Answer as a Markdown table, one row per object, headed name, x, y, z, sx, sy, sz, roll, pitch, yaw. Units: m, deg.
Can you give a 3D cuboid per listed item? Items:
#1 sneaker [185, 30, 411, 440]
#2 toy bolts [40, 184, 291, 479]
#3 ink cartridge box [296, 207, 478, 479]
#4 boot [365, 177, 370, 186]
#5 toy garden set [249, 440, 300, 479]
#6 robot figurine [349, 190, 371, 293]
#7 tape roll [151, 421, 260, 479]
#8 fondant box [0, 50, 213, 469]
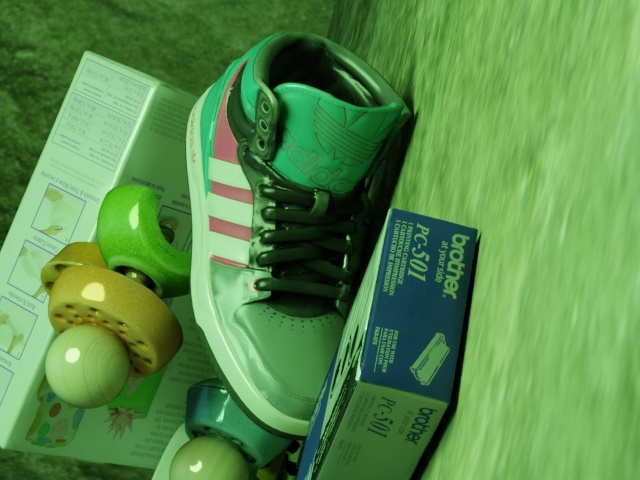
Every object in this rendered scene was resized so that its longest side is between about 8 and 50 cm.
| name | x | y | z | sx | sy | sz | roll | pitch | yaw |
| --- | --- | --- | --- | --- | --- | --- | --- | --- | --- |
| sneaker | -0.006 | -0.027 | 1.339 | 0.178 | 0.124 | 0.295 | -49 | 44 | 48 |
| toy bolts | -0.128 | 0.102 | 1.462 | 0.218 | 0.228 | 0.158 | -24 | 33 | 54 |
| ink cartridge box | 0.026 | 0.082 | 0.951 | 0.207 | 0.046 | 0.097 | 108 | 175 | -56 |
| boot | 0.002 | -0.081 | 1.639 | 0.176 | 0.088 | 0.244 | -79 | 0 | -49 |
| toy garden set | -0.058 | 0.261 | 1.580 | 0.204 | 0.049 | 0.244 | -71 | -7 | -47 |
| robot figurine | 0.000 | 0.000 | 1.477 | 0.101 | 0.067 | 0.115 | -115 | 38 | -80 |
| tape roll | -0.129 | 0.351 | 1.714 | 0.392 | 0.072 | 0.392 | 13 | -90 | -85 |
| fondant box | -0.166 | 0.026 | 1.686 | 0.238 | 0.096 | 0.330 | 19 | -86 | -57 |
